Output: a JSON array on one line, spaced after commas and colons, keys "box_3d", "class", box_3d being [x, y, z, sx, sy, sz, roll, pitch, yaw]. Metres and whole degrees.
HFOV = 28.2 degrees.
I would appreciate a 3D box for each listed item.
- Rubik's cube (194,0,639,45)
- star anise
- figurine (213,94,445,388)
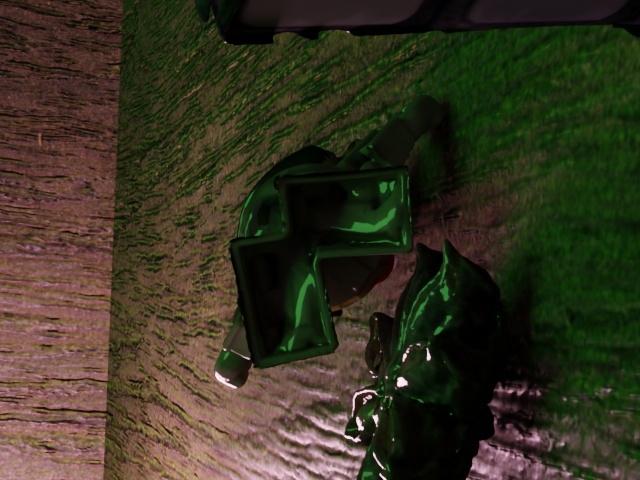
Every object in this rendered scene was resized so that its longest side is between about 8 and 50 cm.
[{"box_3d": [0.119, -0.320, 0.537, 0.359, 0.362, 0.363, 127, 133, -63], "class": "Rubik's cube"}, {"box_3d": [0.087, 0.123, 0.979, 0.236, 0.109, 0.223, 115, 166, -46], "class": "star anise"}, {"box_3d": [0.001, -0.004, 1.098, 0.143, 0.308, 0.308, 54, 160, -7], "class": "figurine"}]
